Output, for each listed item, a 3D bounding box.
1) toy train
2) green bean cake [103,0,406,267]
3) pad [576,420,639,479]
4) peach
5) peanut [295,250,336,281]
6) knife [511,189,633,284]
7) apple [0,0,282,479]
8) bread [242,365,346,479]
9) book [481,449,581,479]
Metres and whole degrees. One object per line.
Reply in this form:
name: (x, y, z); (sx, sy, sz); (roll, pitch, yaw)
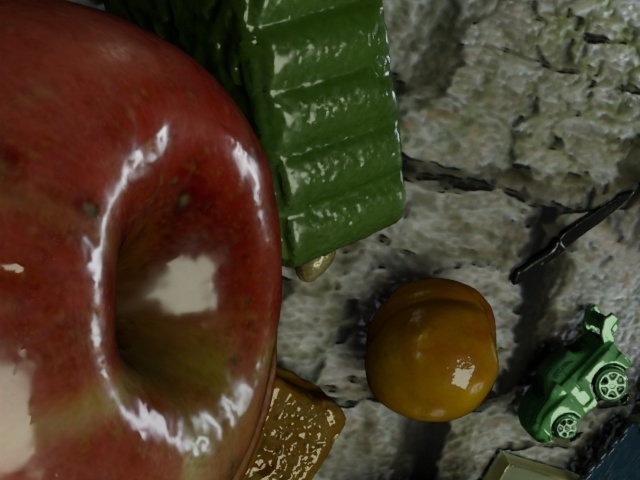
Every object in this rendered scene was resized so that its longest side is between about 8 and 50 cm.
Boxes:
toy train: (0.272, 0.149, 1.282); (0.149, 0.099, 0.081); (-40, 101, -1)
green bean cake: (-0.052, -0.118, 0.828); (0.125, 0.248, 0.222); (-22, 118, -24)
pad: (0.340, 0.370, 1.467); (0.269, 0.012, 0.269); (-49, 136, -3)
peach: (0.104, 0.107, 1.116); (0.138, 0.138, 0.138); (-15, 122, -25)
peanut: (0.000, 0.000, 1.057); (0.037, 0.037, 0.083); (2, 112, -33)
knife: (0.264, -0.006, 1.237); (0.170, 0.010, 0.023); (-34, 134, -14)
apple: (-0.206, 0.046, 0.682); (0.364, 0.364, 0.364); (-15, 122, -25)
bread: (-0.098, 0.238, 1.099); (0.139, 0.077, 0.271); (28, 97, -35)
book: (0.204, 0.392, 1.404); (0.201, 0.026, 0.289); (23, 100, -40)
